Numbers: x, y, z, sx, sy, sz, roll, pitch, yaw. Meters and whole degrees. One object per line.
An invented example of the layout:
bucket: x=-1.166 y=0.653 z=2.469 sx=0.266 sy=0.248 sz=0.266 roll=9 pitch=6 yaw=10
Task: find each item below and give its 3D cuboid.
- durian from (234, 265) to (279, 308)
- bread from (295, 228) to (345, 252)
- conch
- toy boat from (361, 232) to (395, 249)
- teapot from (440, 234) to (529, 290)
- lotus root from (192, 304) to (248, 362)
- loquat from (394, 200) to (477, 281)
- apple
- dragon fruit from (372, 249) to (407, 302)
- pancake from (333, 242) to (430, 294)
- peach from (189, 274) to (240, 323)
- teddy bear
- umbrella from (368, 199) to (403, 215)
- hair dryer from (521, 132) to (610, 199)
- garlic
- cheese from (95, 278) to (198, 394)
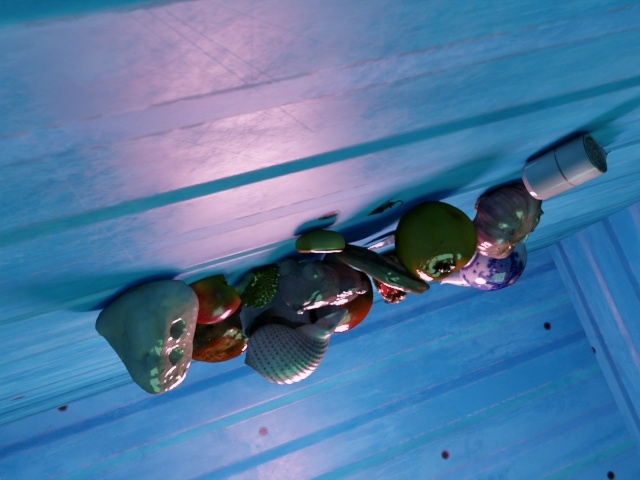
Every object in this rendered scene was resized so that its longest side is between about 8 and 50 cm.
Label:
durian: x=-0.174 y=0.141 z=1.754 sx=0.137 sy=0.095 sz=0.221 roll=-11 pitch=169 yaw=-35
bread: x=0.000 y=0.000 z=1.479 sx=0.115 sy=0.056 sz=0.082 roll=-1 pitch=180 yaw=-23
conch: x=-0.094 y=0.269 z=1.907 sx=0.319 sy=0.303 sz=0.215 roll=-22 pitch=163 yaw=-25
toy boat: x=0.180 y=0.011 z=1.879 sx=0.122 sy=0.034 sz=0.096 roll=-18 pitch=163 yaw=1
teapot: x=0.570 y=0.040 z=2.216 sx=0.280 sy=0.252 sz=0.424 roll=21 pitch=133 yaw=-12
lotus root: x=-0.335 y=0.294 z=2.037 sx=0.291 sy=0.193 sz=0.193 roll=-31 pitch=164 yaw=34
loquat: x=0.289 y=0.001 z=1.593 sx=0.208 sy=0.208 sz=0.208 roll=-19 pitch=168 yaw=-4
apple: x=0.065 y=0.182 z=2.058 sx=0.230 sy=0.230 sz=0.230 roll=-19 pitch=168 yaw=-4
dragon fruit: x=0.255 y=0.128 z=2.188 sx=0.160 sy=0.172 sz=0.166 roll=-10 pitch=164 yaw=-39
pancake: x=0.157 y=0.071 z=1.676 sx=0.049 sy=0.294 sz=0.294 roll=-66 pitch=158 yaw=5
peach: x=-0.286 y=0.155 z=1.617 sx=0.151 sy=0.151 sz=0.118 roll=-37 pitch=-157 yaw=55
teddy bear: x=0.007 y=0.111 z=1.718 sx=0.236 sy=0.151 sz=0.267 roll=11 pitch=-166 yaw=39
umbrella: x=0.149 y=-0.077 z=1.475 sx=0.122 sy=0.022 sz=0.013 roll=-18 pitch=-160 yaw=50
hair dryer: x=0.662 y=-0.197 z=1.604 sx=0.173 sy=0.107 sz=0.357 roll=-27 pitch=173 yaw=42
garlic: x=0.517 y=-0.064 z=1.802 sx=0.245 sy=0.160 sz=0.245 roll=-31 pitch=144 yaw=-27
cheese: x=-0.372 y=0.205 z=1.449 sx=0.174 sy=0.251 sz=0.248 roll=-7 pitch=147 yaw=-48
